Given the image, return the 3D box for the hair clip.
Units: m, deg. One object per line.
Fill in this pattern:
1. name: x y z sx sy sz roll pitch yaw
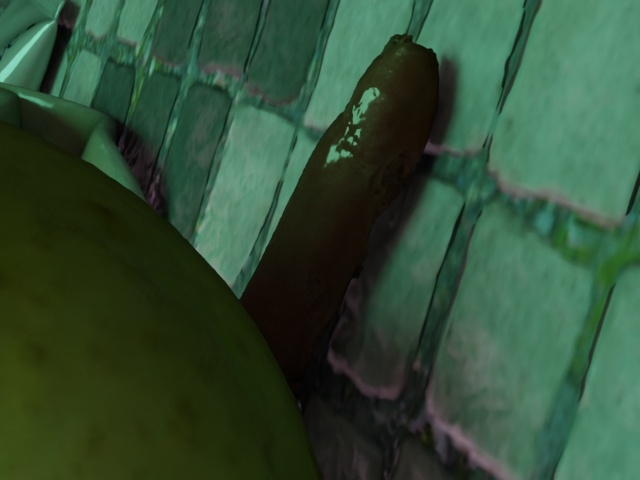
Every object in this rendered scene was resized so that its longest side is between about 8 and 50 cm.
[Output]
1. hair clip: -0.172 -0.007 0.889 0.282 0.113 0.172 -177 101 -72

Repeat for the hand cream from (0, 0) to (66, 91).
1. hand cream: -0.242 -0.067 1.119 0.247 0.083 0.133 -63 26 4

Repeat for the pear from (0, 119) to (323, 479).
1. pear: -0.167 0.122 0.493 0.348 0.348 0.348 -45 37 50

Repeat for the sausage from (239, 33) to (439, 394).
1. sausage: 0.000 0.000 0.565 0.158 0.036 0.042 -64 33 24
